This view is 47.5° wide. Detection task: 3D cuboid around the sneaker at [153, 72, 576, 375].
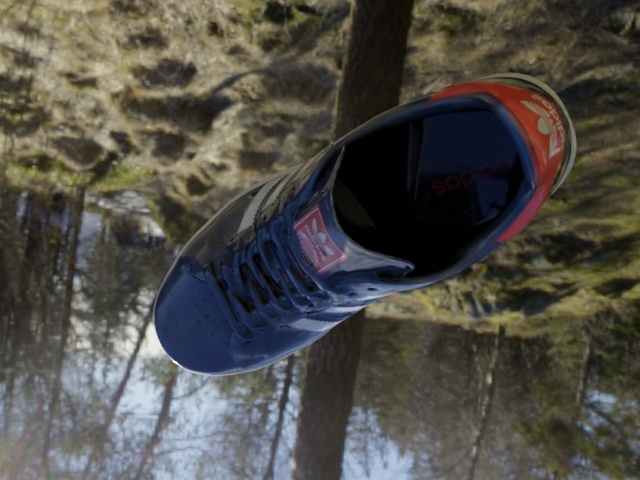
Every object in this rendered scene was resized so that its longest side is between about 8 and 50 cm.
[{"bbox_3d":[0.000,0.000,0.490,0.350,0.131,0.148,-34,179,21],"label":"sneaker"}]
